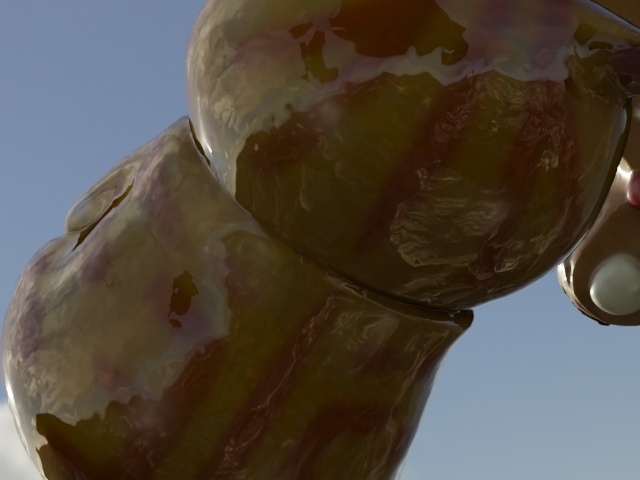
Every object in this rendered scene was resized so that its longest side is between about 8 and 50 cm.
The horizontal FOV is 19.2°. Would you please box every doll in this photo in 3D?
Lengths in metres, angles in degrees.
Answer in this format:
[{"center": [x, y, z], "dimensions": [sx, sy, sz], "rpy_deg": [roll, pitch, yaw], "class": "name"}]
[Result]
[{"center": [-0.006, 0.001, 0.669], "dimensions": [0.269, 0.167, 0.162], "rpy_deg": [-58, 14, 17], "class": "doll"}]

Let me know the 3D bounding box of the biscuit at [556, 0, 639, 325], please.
[{"center": [0.215, -0.019, 0.878], "dimensions": [0.216, 0.339, 0.047], "rpy_deg": [-37, 21, 8], "class": "biscuit"}]
